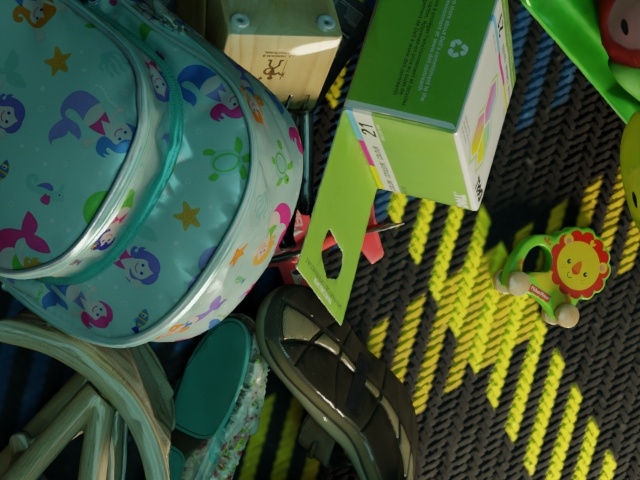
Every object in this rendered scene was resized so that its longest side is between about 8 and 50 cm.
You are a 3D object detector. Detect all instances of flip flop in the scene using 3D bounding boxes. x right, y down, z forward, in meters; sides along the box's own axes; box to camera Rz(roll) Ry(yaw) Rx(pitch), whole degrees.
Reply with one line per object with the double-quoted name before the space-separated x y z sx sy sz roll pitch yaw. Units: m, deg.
"flip flop" 0.010 0.148 1.179 0.277 0.080 0.112 54 38 -34

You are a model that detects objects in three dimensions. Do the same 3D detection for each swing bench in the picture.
"swing bench" -0.198 0.180 1.012 0.165 0.253 0.254 24 92 -6

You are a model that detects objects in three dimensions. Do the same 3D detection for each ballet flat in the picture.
"ballet flat" -0.097 0.176 1.165 0.077 0.091 0.240 17 99 -51

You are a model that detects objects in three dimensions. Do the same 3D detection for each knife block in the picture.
"knife block" -0.068 -0.132 1.057 0.088 0.242 0.275 -1 57 -20

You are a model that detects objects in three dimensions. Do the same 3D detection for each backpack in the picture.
"backpack" -0.149 -0.053 0.889 0.254 0.191 0.225 35 97 12

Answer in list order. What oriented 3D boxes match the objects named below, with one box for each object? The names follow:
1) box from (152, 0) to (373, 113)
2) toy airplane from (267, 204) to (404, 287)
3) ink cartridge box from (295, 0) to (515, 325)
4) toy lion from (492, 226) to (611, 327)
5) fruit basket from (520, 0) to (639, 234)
"box" -0.096 -0.177 1.104 0.233 0.059 0.183 33 87 -22
"toy airplane" 0.000 0.000 1.184 0.151 0.028 0.151 -4 102 -19
"ink cartridge box" 0.076 -0.062 1.075 0.097 0.189 0.255 13 76 15
"toy lion" 0.225 0.026 1.266 0.100 0.034 0.096 31 82 -20
"fruit basket" 0.332 -0.134 1.094 0.283 0.392 0.392 44 84 -20
